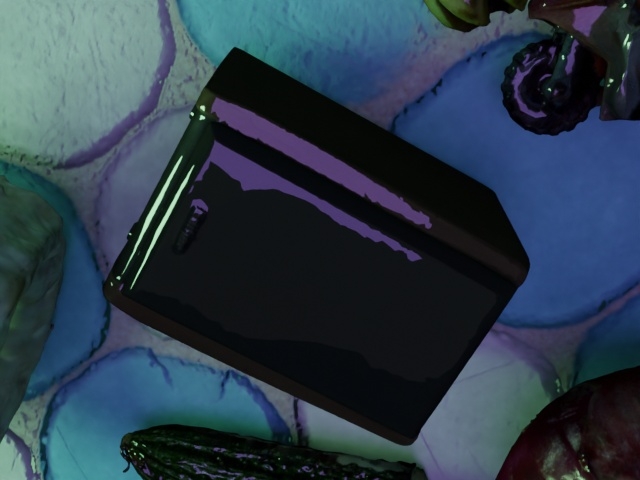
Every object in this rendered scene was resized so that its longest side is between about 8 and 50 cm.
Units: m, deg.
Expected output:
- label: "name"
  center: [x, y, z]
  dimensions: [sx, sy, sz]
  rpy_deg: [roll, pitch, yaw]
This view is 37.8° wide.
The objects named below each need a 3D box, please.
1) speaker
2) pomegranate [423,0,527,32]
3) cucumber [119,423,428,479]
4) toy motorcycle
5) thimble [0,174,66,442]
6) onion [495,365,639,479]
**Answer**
- label: "speaker"
  center: [0.000, 0.000, 0.636]
  dimensions: [0.230, 0.192, 0.153]
  rpy_deg: [28, 107, -8]
- label: "pomegranate"
  center: [0.043, -0.247, 0.567]
  dimensions: [0.189, 0.159, 0.241]
  rpy_deg: [4, 113, 5]
- label: "cucumber"
  center: [-0.033, 0.201, 0.766]
  dimensions: [0.265, 0.077, 0.077]
  rpy_deg: [8, 108, 5]
- label: "toy motorcycle"
  center: [0.226, -0.137, 0.623]
  dimensions: [0.212, 0.084, 0.118]
  rpy_deg: [-7, 106, 0]
- label: "thimble"
  center: [-0.305, 0.074, 0.643]
  dimensions: [0.195, 0.291, 0.292]
  rpy_deg: [23, 109, -9]
- label: "onion"
  center: [0.243, 0.195, 0.674]
  dimensions: [0.246, 0.190, 0.246]
  rpy_deg: [-5, 122, -7]
